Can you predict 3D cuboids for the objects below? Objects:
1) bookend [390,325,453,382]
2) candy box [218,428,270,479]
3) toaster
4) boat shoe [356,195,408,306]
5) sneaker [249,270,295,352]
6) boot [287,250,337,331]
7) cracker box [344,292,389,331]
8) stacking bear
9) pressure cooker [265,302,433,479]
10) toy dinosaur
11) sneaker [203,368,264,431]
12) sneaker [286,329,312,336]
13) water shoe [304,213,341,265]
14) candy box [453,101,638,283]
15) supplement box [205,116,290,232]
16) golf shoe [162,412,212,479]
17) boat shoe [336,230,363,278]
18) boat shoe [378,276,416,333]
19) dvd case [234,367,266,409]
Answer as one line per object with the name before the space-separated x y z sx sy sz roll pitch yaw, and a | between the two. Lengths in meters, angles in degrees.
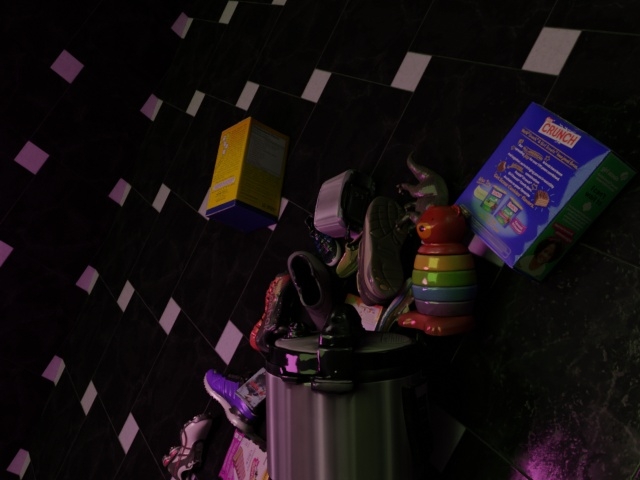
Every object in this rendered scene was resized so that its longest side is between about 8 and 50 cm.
bookend | 0.225 0.296 1.641 0.157 0.072 0.156 -47 42 26
candy box | -0.198 0.680 1.960 0.233 0.071 0.159 14 82 52
toaster | 0.070 -0.098 1.998 0.146 0.129 0.226 -13 61 52
boat shoe | 0.151 0.025 1.806 0.130 0.132 0.355 -49 20 44
sneaker | -0.127 0.235 2.088 0.135 0.098 0.276 23 92 54
boot | -0.033 0.103 1.922 0.118 0.222 0.338 -30 48 -3
cracker box | 0.102 0.277 1.807 0.156 0.067 0.232 17 84 53
stacking bear | 0.284 0.060 1.544 0.175 0.164 0.288 7 99 63
pressure cooker | 0.052 0.354 1.500 0.370 0.376 0.420 -2 89 54
toy dinosaur | 0.289 -0.099 1.765 0.160 0.121 0.313 -14 55 33
sneaker | -0.266 0.478 2.139 0.146 0.102 0.293 -57 42 2
sneaker | -0.072 0.376 1.933 0.153 0.101 0.268 -54 25 22
water shoe | 0.000 0.000 2.069 0.073 0.080 0.203 -49 40 23
candy box | 0.490 -0.113 1.491 0.317 0.122 0.268 -55 37 18
supplement box | -0.265 -0.236 2.427 0.195 0.194 0.356 -15 60 47
golf shoe | -0.426 0.700 2.229 0.120 0.105 0.272 46 115 34
boat shoe | 0.098 0.030 1.939 0.190 0.072 0.068 -52 39 19
boat shoe | 0.214 0.187 1.711 0.066 0.066 0.183 28 91 28
dvd case | -0.193 0.458 2.042 0.119 0.013 0.087 -39 54 -23
